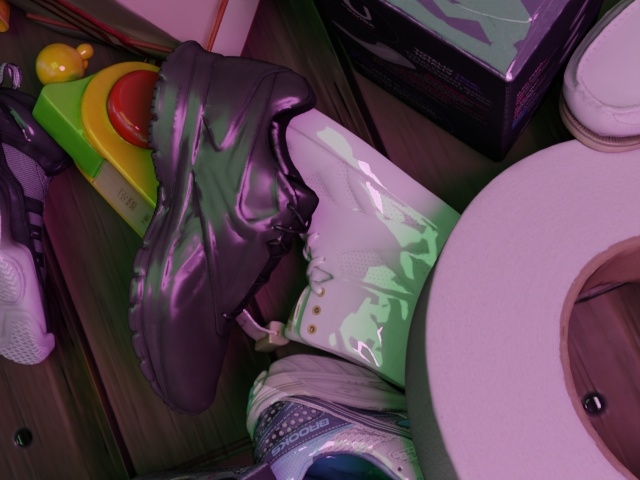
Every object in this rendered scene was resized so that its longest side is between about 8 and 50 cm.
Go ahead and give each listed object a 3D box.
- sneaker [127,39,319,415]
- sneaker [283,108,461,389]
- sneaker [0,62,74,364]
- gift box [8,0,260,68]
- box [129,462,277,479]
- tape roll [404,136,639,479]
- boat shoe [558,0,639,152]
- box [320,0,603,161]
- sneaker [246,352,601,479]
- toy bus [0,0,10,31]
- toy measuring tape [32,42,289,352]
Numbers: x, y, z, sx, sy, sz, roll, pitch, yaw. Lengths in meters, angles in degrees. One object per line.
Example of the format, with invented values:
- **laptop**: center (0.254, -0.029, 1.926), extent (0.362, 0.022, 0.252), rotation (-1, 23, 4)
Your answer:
- **sneaker**: center (-0.069, -0.003, 0.627), extent (0.130, 0.109, 0.287), rotation (8, 99, 4)
- **sneaker**: center (0.000, 0.000, 0.695), extent (0.292, 0.108, 0.169), rotation (38, 90, 10)
- **sneaker**: center (-0.273, -0.026, 0.754), extent (0.101, 0.153, 0.269), rotation (4, 121, 27)
- **gift box**: center (-0.181, -0.303, 0.685), extent (0.276, 0.258, 0.255), rotation (25, 92, 29)
- **box**: center (-0.112, 0.267, 0.599), extent (0.142, 0.247, 0.163), rotation (-26, 89, -35)
- **tape roll**: center (0.253, 0.101, 0.563), extent (0.391, 0.072, 0.392), rotation (4, 60, -7)
- **boat shoe**: center (0.302, -0.185, 0.613), extent (0.302, 0.103, 0.113), rotation (-38, 71, -12)
- **box**: center (0.108, -0.179, 0.605), extent (0.165, 0.270, 0.143), rotation (35, 93, 11)
- **sneaker**: center (0.081, 0.176, 0.624), extent (0.282, 0.122, 0.110), rotation (6, 124, -4)
- **toy bus**: center (-0.409, -0.304, 0.795), extent (0.220, 0.149, 0.212), rotation (2, 70, 9)
- **toy measuring tape**: center (-0.121, -0.052, 0.737), extent (0.121, 0.121, 0.330), rotation (-42, 96, 5)
